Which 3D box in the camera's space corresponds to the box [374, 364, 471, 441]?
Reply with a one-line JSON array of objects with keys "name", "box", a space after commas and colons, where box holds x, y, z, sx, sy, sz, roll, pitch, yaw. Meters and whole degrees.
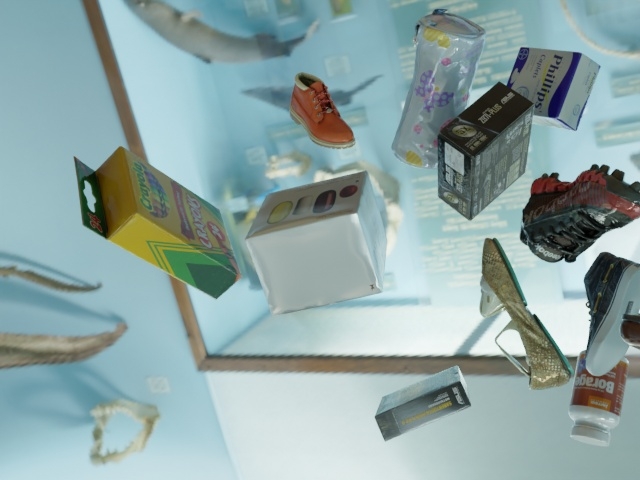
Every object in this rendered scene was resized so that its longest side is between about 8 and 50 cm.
[{"name": "box", "box": [0.210, 0.328, 1.697, 0.183, 0.056, 0.231, -25, 175, 6]}]

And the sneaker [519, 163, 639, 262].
[{"name": "sneaker", "box": [0.361, -0.029, 1.170, 0.135, 0.098, 0.276, -61, -169, -6]}]

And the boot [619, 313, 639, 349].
[{"name": "boot", "box": [0.420, 0.255, 0.997, 0.280, 0.264, 0.096, -59, -179, 1]}]

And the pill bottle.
[{"name": "pill bottle", "box": [0.676, 0.384, 2.037, 0.121, 0.216, 0.121, 15, 162, 5]}]

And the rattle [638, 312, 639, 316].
[{"name": "rattle", "box": [0.680, 0.168, 1.567, 0.200, 0.142, 0.130, -24, 180, 13]}]

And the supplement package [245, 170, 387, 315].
[{"name": "supplement package", "box": [0.000, 0.000, 1.413, 0.194, 0.149, 0.203, -13, -158, 12]}]

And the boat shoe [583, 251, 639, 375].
[{"name": "boat shoe", "box": [0.434, 0.110, 1.274, 0.065, 0.183, 0.083, 12, -167, -31]}]

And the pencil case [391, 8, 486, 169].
[{"name": "pencil case", "box": [0.205, -0.261, 1.473, 0.124, 0.273, 0.113, -12, -142, -27]}]

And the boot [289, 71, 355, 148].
[{"name": "boot", "box": [0.002, -0.209, 1.349, 0.059, 0.084, 0.158, -23, -131, -30]}]

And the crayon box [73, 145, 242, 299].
[{"name": "crayon box", "box": [-0.296, -0.040, 1.526, 0.081, 0.318, 0.202, -40, -135, 16]}]

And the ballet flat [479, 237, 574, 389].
[{"name": "ballet flat", "box": [0.240, 0.097, 1.048, 0.067, 0.206, 0.073, -30, 170, 8]}]

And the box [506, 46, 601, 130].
[{"name": "box", "box": [0.409, -0.274, 1.497, 0.072, 0.126, 0.137, 20, -179, -41]}]

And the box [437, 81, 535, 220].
[{"name": "box", "box": [0.270, -0.144, 1.377, 0.147, 0.180, 0.077, -40, -119, -16]}]
